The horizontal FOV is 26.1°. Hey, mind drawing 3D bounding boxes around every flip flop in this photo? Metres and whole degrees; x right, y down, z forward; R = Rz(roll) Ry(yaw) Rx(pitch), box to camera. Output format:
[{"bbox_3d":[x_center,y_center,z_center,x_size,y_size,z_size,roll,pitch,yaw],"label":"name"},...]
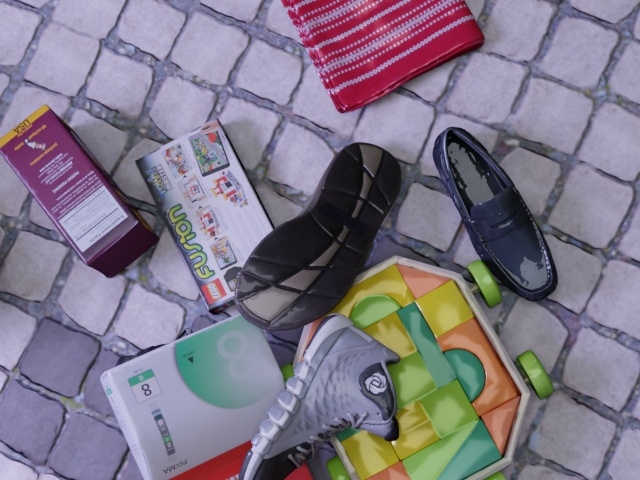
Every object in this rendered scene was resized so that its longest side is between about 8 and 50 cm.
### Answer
[{"bbox_3d":[0.000,0.000,1.568,0.112,0.080,0.277,34,58,-1],"label":"flip flop"}]

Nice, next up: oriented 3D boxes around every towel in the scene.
[{"bbox_3d":[0.054,-0.307,1.666,0.198,0.031,0.275,-27,76,1],"label":"towel"}]

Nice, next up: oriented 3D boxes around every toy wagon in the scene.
[{"bbox_3d":[0.123,0.190,1.537,0.267,0.068,0.344,-29,76,1],"label":"toy wagon"}]

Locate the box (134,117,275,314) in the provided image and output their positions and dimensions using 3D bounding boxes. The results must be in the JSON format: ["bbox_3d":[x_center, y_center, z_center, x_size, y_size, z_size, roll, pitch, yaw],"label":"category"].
[{"bbox_3d":[-0.124,-0.029,1.631,0.114,0.036,0.207,-27,77,2],"label":"box"}]

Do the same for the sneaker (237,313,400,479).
[{"bbox_3d":[0.012,0.202,1.473,0.132,0.086,0.229,28,85,11],"label":"sneaker"}]

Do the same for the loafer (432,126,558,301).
[{"bbox_3d":[0.195,-0.031,1.566,0.076,0.078,0.223,-31,76,1],"label":"loafer"}]

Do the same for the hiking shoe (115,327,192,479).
[{"bbox_3d":[-0.147,0.213,1.559,0.114,0.086,0.227,-28,76,5],"label":"hiking shoe"}]

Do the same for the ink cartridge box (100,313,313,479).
[{"bbox_3d":[-0.113,0.212,1.510,0.181,0.056,0.225,-23,84,-23],"label":"ink cartridge box"}]

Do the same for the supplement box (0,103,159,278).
[{"bbox_3d":[-0.285,-0.056,1.623,0.081,0.104,0.188,-39,77,-2],"label":"supplement box"}]
